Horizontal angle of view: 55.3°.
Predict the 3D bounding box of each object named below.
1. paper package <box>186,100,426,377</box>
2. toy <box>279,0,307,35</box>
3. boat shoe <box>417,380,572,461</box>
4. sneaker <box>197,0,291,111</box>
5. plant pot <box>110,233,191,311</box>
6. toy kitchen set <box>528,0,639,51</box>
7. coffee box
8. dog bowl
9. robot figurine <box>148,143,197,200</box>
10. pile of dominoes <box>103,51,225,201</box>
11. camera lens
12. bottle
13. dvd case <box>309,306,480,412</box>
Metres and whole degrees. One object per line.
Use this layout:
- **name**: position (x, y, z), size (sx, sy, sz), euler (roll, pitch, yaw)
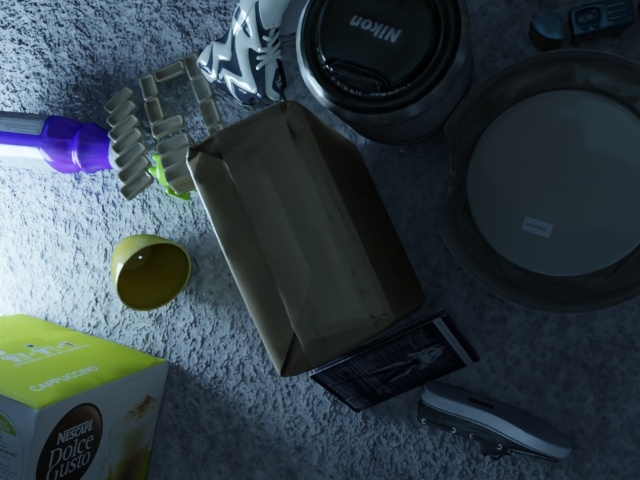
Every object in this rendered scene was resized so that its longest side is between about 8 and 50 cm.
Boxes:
- **paper package**: position (0.000, 0.000, 0.860), size (0.168, 0.325, 0.309), euler (-25, 83, 14)
- **toy**: position (-0.019, -0.417, 0.997), size (0.237, 0.056, 0.136), euler (-5, 105, 28)
- **boat shoe**: position (0.253, 0.289, 0.921), size (0.229, 0.080, 0.076), euler (18, 103, 15)
- **sneaker**: position (-0.083, -0.303, 0.986), size (0.235, 0.094, 0.153), euler (-38, 93, 29)
- **plant pot**: position (-0.307, 0.041, 1.059), size (0.095, 0.134, 0.134), euler (36, 100, 41)
- **toy kitchen set**: position (0.394, -0.377, 0.856), size (0.207, 0.122, 0.165), euler (-10, 87, 15)
- **coffee box**: position (-0.504, 0.331, 0.993), size (0.338, 0.338, 0.334), euler (14, 94, 15)
- **dog bowl**: position (0.333, -0.078, 0.842), size (0.349, 0.102, 0.348), euler (7, 103, 30)
- **robot figurine**: position (-0.236, -0.122, 1.058), size (0.115, 0.067, 0.101), euler (12, 80, 15)
- **pile of dominoes**: position (-0.262, -0.189, 1.042), size (0.196, 0.040, 0.251), euler (-23, 61, 3)
- **camera lens**: position (0.101, -0.253, 0.858), size (0.220, 0.274, 0.219), euler (0, 90, 15)
- **bottle**: position (-0.479, -0.173, 1.097), size (0.283, 0.118, 0.092), euler (6, 73, 8)
- **dvd case**: position (0.115, 0.187, 0.925), size (0.221, 0.164, 0.018), euler (-27, 47, 14)
